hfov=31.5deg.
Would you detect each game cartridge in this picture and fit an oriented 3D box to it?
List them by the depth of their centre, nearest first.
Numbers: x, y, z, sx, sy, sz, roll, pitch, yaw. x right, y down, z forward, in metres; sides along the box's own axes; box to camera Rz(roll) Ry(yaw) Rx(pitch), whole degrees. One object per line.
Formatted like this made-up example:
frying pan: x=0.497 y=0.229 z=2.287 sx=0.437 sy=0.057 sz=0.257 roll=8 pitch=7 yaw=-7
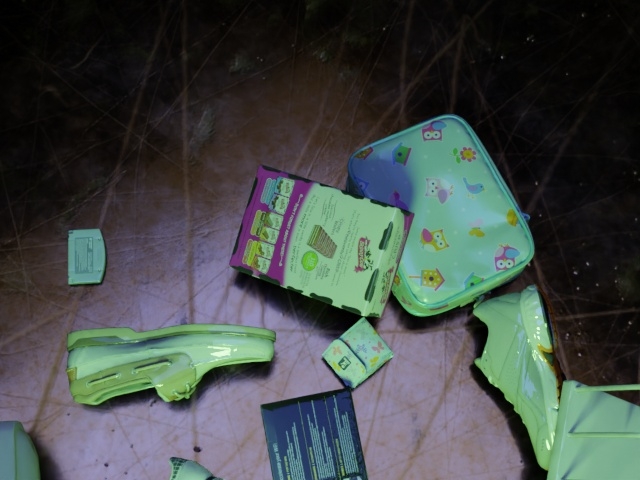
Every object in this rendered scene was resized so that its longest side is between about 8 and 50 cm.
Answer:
game cartridge: x=-0.348 y=0.024 z=1.697 sx=0.055 sy=0.017 sz=0.083 roll=-3 pitch=74 yaw=1

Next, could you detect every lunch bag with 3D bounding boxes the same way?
lunch bag: x=0.054 y=0.165 z=1.648 sx=0.083 sy=0.053 sz=0.071 roll=-38 pitch=77 yaw=-3
lunch bag: x=0.180 y=-0.035 z=1.683 sx=0.224 sy=0.108 sz=0.279 roll=-24 pitch=76 yaw=-10

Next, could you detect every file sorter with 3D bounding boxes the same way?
file sorter: x=0.426 y=0.344 z=1.506 sx=0.192 sy=0.173 sz=0.278 roll=22 pitch=72 yaw=-27

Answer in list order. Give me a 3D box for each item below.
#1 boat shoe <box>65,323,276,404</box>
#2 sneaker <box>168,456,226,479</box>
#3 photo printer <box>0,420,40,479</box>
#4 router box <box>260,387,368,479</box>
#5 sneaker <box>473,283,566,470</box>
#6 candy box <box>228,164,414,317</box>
boat shoe: x=-0.210 y=0.177 z=1.612 sx=0.302 sy=0.113 sz=0.103 roll=-5 pitch=74 yaw=8
sneaker: x=-0.220 y=0.414 z=1.558 sx=0.094 sy=0.090 sz=0.235 roll=24 pitch=70 yaw=19
photo printer: x=-0.485 y=0.374 z=1.472 sx=0.256 sy=0.107 sz=0.307 roll=-22 pitch=35 yaw=-3
router box: x=-0.005 y=0.308 z=1.606 sx=0.133 sy=0.046 sz=0.179 roll=-10 pitch=74 yaw=-4
sneaker: x=0.288 y=0.201 z=1.636 sx=0.121 sy=0.099 sz=0.263 roll=-12 pitch=79 yaw=21
candy box: x=0.000 y=0.000 z=1.622 sx=0.233 sy=0.071 sz=0.159 roll=19 pitch=94 yaw=28
